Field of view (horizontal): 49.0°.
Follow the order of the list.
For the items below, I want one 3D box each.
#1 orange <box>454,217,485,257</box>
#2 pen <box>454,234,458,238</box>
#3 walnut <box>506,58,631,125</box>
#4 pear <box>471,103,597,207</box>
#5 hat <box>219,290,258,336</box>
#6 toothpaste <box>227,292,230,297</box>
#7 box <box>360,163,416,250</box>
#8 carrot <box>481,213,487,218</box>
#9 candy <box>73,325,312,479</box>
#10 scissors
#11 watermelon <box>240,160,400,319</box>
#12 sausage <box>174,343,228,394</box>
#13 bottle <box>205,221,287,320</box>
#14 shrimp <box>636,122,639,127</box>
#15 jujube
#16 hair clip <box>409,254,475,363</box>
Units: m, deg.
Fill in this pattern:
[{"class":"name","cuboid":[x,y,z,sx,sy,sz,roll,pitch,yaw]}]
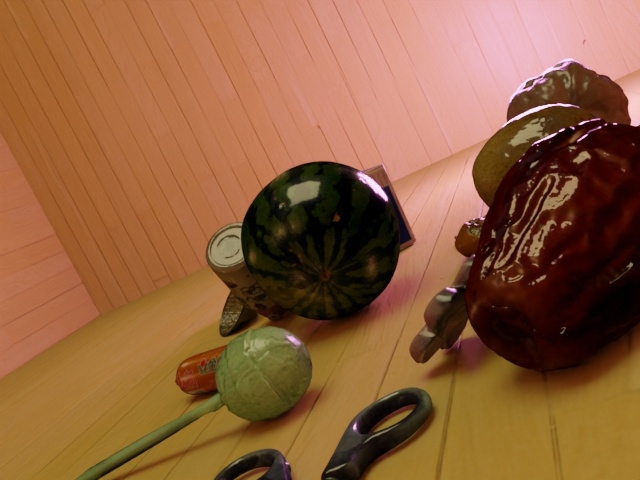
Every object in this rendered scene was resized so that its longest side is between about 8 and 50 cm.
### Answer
[{"class":"orange","cuboid":[0.272,-0.006,1.229,0.086,0.062,0.086,-28,4,2]},{"class":"pen","cuboid":[0.307,-0.012,1.295,0.026,0.026,0.218,-29,7,-21]},{"class":"walnut","cuboid":[0.543,-0.274,1.552,0.273,0.226,0.273,-27,1,1]},{"class":"pear","cuboid":[0.387,-0.133,1.202,0.229,0.188,0.211,-25,-5,-39]},{"class":"hat","cuboid":[-0.176,0.165,1.641,0.146,0.067,0.146,-49,28,38]},{"class":"toothpaste","cuboid":[-0.141,0.139,1.748,0.314,0.056,0.058,-12,56,52]},{"class":"box","cuboid":[0.095,-0.063,1.739,0.065,0.200,0.343,-26,7,-20]},{"class":"carrot","cuboid":[0.341,-0.045,1.392,0.142,0.035,0.035,-31,7,0]},{"class":"candy","cuboid":[-0.203,0.256,0.954,0.440,0.119,0.119,-32,5,12]},{"class":"scissors","cuboid":[-0.011,0.235,0.588,0.256,0.029,0.383,-25,5,7]},{"class":"watermelon","cuboid":[0.000,0.000,1.247,0.285,0.285,0.285,-26,7,3]},{"class":"sausage","cuboid":[-0.161,0.211,1.167,0.234,0.071,0.071,-22,8,32]},{"class":"bottle","cuboid":[-0.132,0.076,1.443,0.121,0.253,0.120,-11,54,16]},{"class":"shrimp","cuboid":[0.456,-0.081,0.978,0.317,0.062,0.164,-46,36,31]},{"class":"jujube","cuboid":[0.260,-0.003,0.711,0.290,0.197,0.197,-47,16,-27]},{"class":"hair clip","cuboid":[0.204,0.057,0.842,0.257,0.075,0.146,-26,-32,-27]}]
